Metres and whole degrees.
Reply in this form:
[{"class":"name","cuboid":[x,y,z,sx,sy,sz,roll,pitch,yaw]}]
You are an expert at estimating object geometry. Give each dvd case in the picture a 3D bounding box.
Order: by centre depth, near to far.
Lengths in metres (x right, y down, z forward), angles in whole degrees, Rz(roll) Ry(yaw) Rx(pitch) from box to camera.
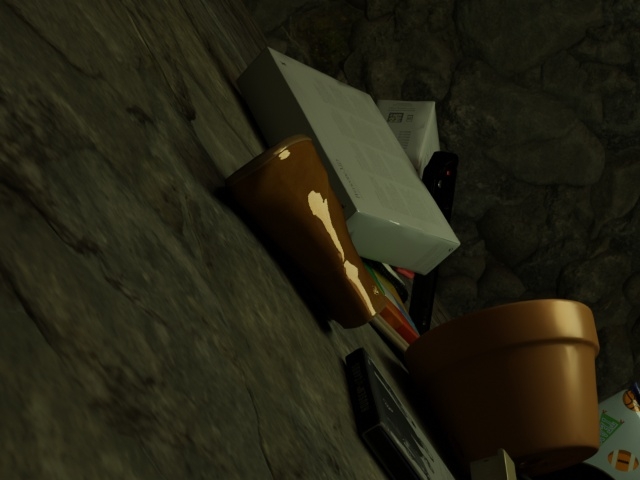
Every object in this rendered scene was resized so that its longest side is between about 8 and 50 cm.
[{"class":"dvd case","cuboid":[0.107,0.245,1.088,0.238,0.030,0.179,56,7,-17]}]

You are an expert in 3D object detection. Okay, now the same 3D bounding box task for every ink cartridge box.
[{"class":"ink cartridge box","cuboid":[0.170,-0.090,2.115,0.309,0.130,0.271,76,24,-46]}]

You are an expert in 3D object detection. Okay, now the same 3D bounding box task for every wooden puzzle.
[{"class":"wooden puzzle","cuboid":[0.099,0.095,1.659,0.238,0.044,0.221,52,8,-42]}]

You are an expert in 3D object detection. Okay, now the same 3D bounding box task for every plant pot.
[{"class":"plant pot","cuboid":[0.286,0.234,1.494,0.291,0.291,0.203,46,30,-61]}]

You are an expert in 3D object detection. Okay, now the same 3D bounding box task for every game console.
[{"class":"game console","cuboid":[0.200,0.015,1.865,0.213,0.044,0.361,-96,-165,-85]}]

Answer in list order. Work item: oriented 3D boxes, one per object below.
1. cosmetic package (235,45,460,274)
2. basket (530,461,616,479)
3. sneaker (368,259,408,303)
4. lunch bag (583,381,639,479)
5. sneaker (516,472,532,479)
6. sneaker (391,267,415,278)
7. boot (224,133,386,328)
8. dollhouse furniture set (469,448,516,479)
[{"class":"cosmetic package","cuboid":[0.045,-0.132,1.704,0.284,0.097,0.377,19,36,-48]},{"class":"basket","cuboid":[0.398,0.459,1.635,0.227,0.204,0.154,61,35,-57]},{"class":"sneaker","cuboid":[0.107,0.057,1.833,0.161,0.057,0.075,48,16,-39]},{"class":"lunch bag","cuboid":[0.566,0.513,1.893,0.385,0.328,0.239,62,12,20]},{"class":"sneaker","cuboid":[0.276,0.375,1.407,0.135,0.098,0.276,59,8,-2]},{"class":"sneaker","cuboid":[0.180,-0.004,2.404,0.136,0.116,0.314,63,8,30]},{"class":"boot","cuboid":[-0.001,0.001,1.130,0.211,0.104,0.295,60,5,5]},{"class":"dollhouse furniture set","cuboid":[0.265,0.358,1.205,0.182,0.101,0.161,52,26,-39]}]
